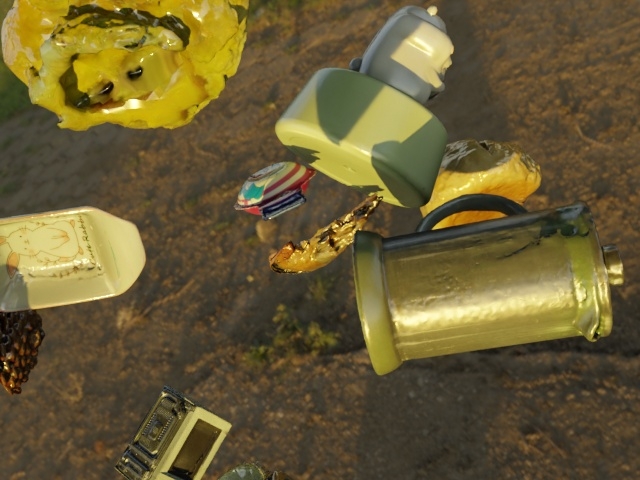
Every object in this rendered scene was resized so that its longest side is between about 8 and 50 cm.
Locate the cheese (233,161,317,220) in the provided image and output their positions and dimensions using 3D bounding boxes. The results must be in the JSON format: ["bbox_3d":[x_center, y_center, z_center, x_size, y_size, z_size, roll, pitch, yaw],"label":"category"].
[{"bbox_3d":[-0.074,-0.081,1.369,0.155,0.062,0.244,-26,18,0],"label":"cheese"}]

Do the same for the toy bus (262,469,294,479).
[{"bbox_3d":[-0.071,0.269,0.622,0.182,0.091,0.103,-42,16,15],"label":"toy bus"}]

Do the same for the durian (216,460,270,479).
[{"bbox_3d":[-0.163,0.543,1.665,0.252,0.144,0.139,-4,21,45],"label":"durian"}]

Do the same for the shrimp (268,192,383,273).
[{"bbox_3d":[0.009,0.003,1.437,0.262,0.117,0.066,-43,66,43],"label":"shrimp"}]

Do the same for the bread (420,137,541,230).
[{"bbox_3d":[0.296,-0.105,1.553,0.244,0.244,0.134,-30,56,13],"label":"bread"}]

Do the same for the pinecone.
[{"bbox_3d":[-0.632,0.176,1.419,0.292,0.246,0.246,-9,36,-1],"label":"pinecone"}]

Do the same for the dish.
[{"bbox_3d":[-0.368,0.013,1.166,0.234,0.154,0.064,-7,32,1],"label":"dish"}]

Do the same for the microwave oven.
[{"bbox_3d":[-0.320,0.441,1.760,0.162,0.122,0.208,18,73,46],"label":"microwave oven"}]

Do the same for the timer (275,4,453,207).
[{"bbox_3d":[0.119,-0.254,1.397,0.291,0.291,0.315,19,79,53],"label":"timer"}]

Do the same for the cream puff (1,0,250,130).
[{"bbox_3d":[-0.213,-0.221,0.861,0.282,0.282,0.185,-24,27,21],"label":"cream puff"}]

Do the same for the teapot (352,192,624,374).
[{"bbox_3d":[0.225,0.038,1.107,0.337,0.200,0.270,-9,43,10],"label":"teapot"}]
